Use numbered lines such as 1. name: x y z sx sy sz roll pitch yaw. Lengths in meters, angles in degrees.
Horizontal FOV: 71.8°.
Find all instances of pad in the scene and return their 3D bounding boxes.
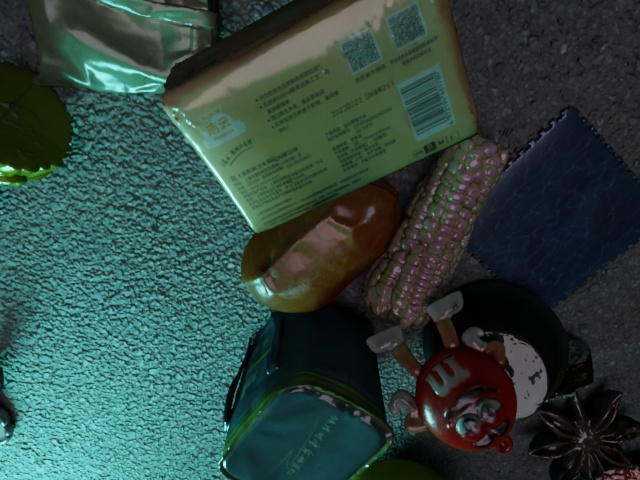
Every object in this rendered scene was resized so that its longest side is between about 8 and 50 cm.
1. pad: 0.381 -0.032 0.722 0.269 0.012 0.270 38 108 -13

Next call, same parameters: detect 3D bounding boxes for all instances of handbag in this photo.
1. handbag: -0.252 -0.347 0.560 0.252 0.109 0.316 5 112 -6
2. handbag: -0.027 0.249 0.721 0.222 0.241 0.263 34 109 -13

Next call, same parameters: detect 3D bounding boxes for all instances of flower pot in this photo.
1. flower pot: 0.274 0.192 0.697 0.235 0.148 0.236 2 96 19

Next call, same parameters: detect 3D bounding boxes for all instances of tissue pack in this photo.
1. tissue pack: 0.002 -0.194 0.554 0.305 0.239 0.239 -24 109 11

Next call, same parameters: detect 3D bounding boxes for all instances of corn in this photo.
1. corn: 0.174 -0.015 0.682 0.126 0.127 0.335 22 107 -7

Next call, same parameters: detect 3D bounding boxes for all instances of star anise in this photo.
1. star anise: 0.496 0.391 0.851 0.230 0.081 0.263 28 99 -10

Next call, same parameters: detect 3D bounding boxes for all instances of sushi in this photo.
1. sushi: 0.404 0.229 0.786 0.150 0.091 0.078 -15 115 5

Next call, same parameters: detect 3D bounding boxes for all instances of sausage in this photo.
1. sausage: -0.001 -0.001 0.666 0.268 0.153 0.141 -41 132 16

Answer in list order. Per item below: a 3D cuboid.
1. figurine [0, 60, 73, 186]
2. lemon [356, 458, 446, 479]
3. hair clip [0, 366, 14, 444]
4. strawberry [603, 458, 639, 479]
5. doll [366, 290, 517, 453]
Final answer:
1. figurine: -0.532 -0.099 0.643 0.315 0.168 0.188 -29 66 21
2. lemon: 0.150 0.591 0.811 0.347 0.348 0.348 0 112 1
3. hair clip: -0.678 0.334 0.862 0.173 0.069 0.300 38 118 -11
4. strawberry: 0.693 0.526 0.895 0.306 0.137 0.234 22 93 19
5. doll: 0.179 0.199 0.609 0.183 0.085 0.217 -31 74 9
